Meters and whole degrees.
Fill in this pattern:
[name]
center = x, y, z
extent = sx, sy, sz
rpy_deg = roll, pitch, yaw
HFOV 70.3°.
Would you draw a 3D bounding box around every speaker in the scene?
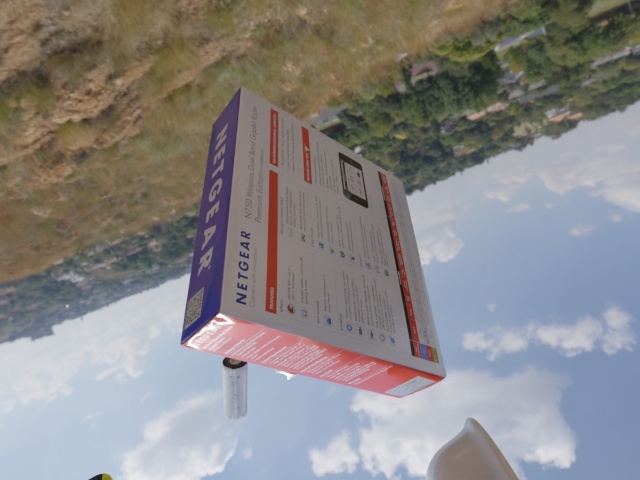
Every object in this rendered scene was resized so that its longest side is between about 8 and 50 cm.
[speaker]
center = -0.185, 0.320, 0.991
extent = 0.055, 0.136, 0.055
rpy_deg = 2, -160, -1

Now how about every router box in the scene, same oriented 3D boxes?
[router box]
center = 0.000, 0.000, 0.581
extent = 0.301, 0.335, 0.082
rpy_deg = 24, 135, -30

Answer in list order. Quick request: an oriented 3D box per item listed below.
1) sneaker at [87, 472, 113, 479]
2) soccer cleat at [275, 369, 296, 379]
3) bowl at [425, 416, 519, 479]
[sneaker]
center = -0.419, 0.437, 0.752
extent = 0.144, 0.053, 0.059
rpy_deg = -8, 150, -27
[soccer cleat]
center = -0.076, 0.208, 0.785
extent = 0.035, 0.083, 0.029
rpy_deg = -54, 179, 31
[bowl]
center = 0.213, 0.400, 0.586
extent = 0.134, 0.297, 0.298
rpy_deg = -26, -178, 2
